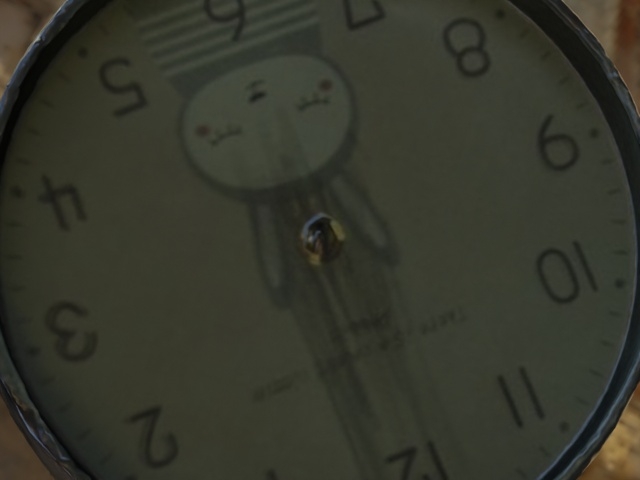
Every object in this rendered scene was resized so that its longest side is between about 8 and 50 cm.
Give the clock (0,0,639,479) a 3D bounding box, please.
[{"bbox_3d":[0.000,0.000,0.510,0.215,0.215,0.042,-64,0,-12],"label":"clock"}]
